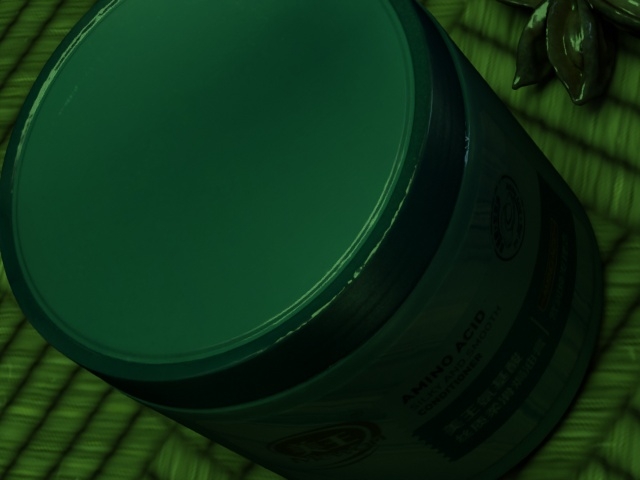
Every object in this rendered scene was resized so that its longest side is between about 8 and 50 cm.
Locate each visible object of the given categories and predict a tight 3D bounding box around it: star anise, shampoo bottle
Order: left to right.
[{"bbox_3d":[0.000,0.000,1.266,0.331,0.343,0.331,-12,62,24],"label":"shampoo bottle"},{"bbox_3d":[0.223,-0.213,1.406,0.197,0.073,0.212,-28,59,21],"label":"star anise"}]
